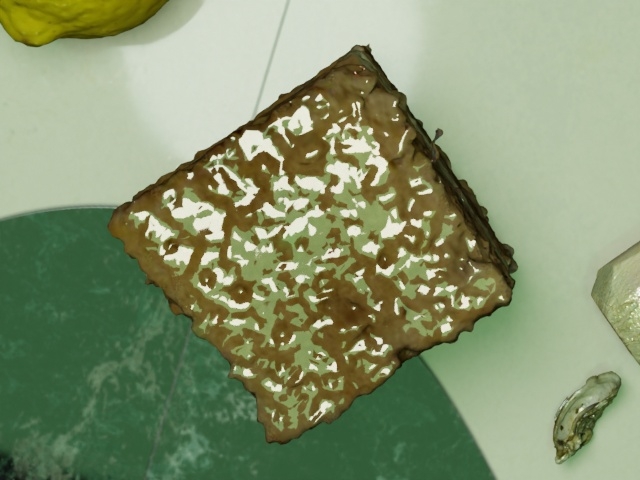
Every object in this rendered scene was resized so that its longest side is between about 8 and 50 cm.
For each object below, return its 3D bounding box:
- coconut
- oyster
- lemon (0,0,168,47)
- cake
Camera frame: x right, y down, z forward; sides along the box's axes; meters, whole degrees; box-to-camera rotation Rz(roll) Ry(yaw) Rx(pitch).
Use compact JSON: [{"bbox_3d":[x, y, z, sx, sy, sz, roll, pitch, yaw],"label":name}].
[{"bbox_3d":[0.322,0.051,1.720,0.122,0.116,0.116,-35,92,4],"label":"coconut"},{"bbox_3d":[0.256,0.169,1.753,0.038,0.081,0.083,39,129,-23],"label":"oyster"},{"bbox_3d":[-0.216,-0.320,1.646,0.253,0.253,0.310,17,92,1],"label":"lemon"},{"bbox_3d":[0.000,0.000,1.637,0.282,0.290,0.256,-33,91,5],"label":"cake"}]
